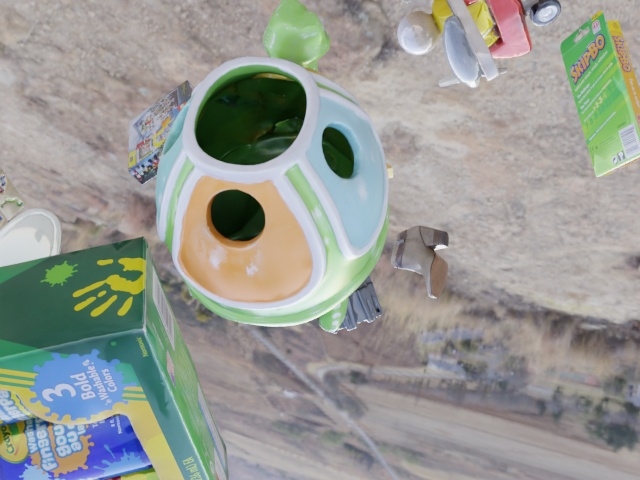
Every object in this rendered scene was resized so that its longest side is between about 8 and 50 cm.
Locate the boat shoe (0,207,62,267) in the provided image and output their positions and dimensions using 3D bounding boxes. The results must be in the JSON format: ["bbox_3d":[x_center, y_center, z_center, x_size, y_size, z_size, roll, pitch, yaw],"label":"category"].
[{"bbox_3d":[-0.490,0.093,1.095,0.109,0.305,0.091,23,178,1],"label":"boat shoe"}]

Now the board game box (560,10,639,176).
[{"bbox_3d":[0.492,-0.253,1.188,0.039,0.259,0.124,-11,170,-19],"label":"board game box"}]

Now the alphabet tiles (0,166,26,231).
[{"bbox_3d":[-0.761,-0.057,1.401,0.011,0.285,0.342,23,149,27],"label":"alphabet tiles"}]

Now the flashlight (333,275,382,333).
[{"bbox_3d":[0.000,0.000,1.134,0.103,0.304,0.103,-17,-178,27],"label":"flashlight"}]

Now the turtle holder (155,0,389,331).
[{"bbox_3d":[-0.031,-0.080,0.704,0.243,0.320,0.227,31,158,22],"label":"turtle holder"}]

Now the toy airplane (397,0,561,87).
[{"bbox_3d":[0.241,-0.473,1.323,0.384,0.386,0.272,49,122,-2],"label":"toy airplane"}]

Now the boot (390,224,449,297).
[{"bbox_3d":[0.144,0.032,1.020,0.087,0.118,0.042,-6,147,39],"label":"boot"}]

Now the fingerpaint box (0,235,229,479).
[{"bbox_3d":[-0.339,0.246,0.868,0.371,0.163,0.444,-12,130,-4],"label":"fingerpaint box"}]

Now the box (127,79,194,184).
[{"bbox_3d":[-0.316,-0.226,1.403,0.159,0.233,0.044,-32,126,9],"label":"box"}]

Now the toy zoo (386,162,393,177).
[{"bbox_3d":[0.075,-0.199,1.869,0.192,0.030,0.293,-10,-156,-11],"label":"toy zoo"}]
